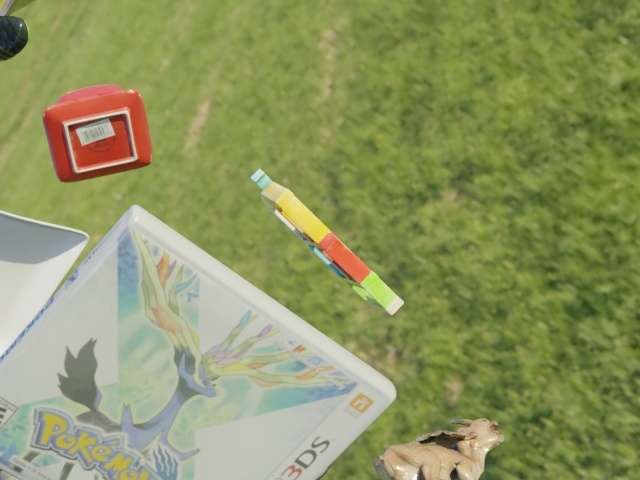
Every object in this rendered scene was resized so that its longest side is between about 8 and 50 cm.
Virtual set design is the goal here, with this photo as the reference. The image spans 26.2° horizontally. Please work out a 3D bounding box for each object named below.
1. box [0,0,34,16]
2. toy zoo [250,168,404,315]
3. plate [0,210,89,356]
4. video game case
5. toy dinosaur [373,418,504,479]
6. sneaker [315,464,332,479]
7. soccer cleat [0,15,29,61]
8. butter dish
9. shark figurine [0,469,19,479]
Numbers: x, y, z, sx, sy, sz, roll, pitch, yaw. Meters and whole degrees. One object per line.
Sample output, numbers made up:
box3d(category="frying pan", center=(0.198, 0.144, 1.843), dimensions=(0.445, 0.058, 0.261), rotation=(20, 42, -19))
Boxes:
box3d(category="box", center=(-0.391, -0.468, 1.984), dimensions=(0.213, 0.117, 0.243), rotation=(-48, 0, 38))
box3d(category="toy zoo", center=(0.000, 0.000, 2.145), dimensions=(0.030, 0.293, 0.192), rotation=(-47, 8, -4))
box3d(category="plate", center=(-0.539, 0.052, 2.117), dimensions=(0.277, 0.278, 0.045), rotation=(-53, 45, 21))
box3d(category="video game case", center=(-0.143, 0.164, 1.340), dimensions=(0.300, 0.329, 0.036), rotation=(-47, 23, 16))
box3d(category="toy dinosaur", center=(0.162, 0.349, 2.108), dimensions=(0.127, 0.296, 0.200), rotation=(-59, 39, 23))
box3d(category="sneaker", center=(-0.084, 0.348, 2.028), dimensions=(0.262, 0.121, 0.099), rotation=(-55, 12, 15))
box3d(category="soccer cleat", center=(-0.481, -0.271, 1.907), dimensions=(0.179, 0.060, 0.072), rotation=(-9, 9, 31))
box3d(category="butter dish", center=(-0.362, -0.191, 2.208), dimensions=(0.118, 0.160, 0.160), rotation=(-112, 13, -45))
box3d(category="shark figurine", center=(-0.379, 0.234, 1.762), dimensions=(0.116, 0.166, 0.278), rotation=(-11, 40, 25))
